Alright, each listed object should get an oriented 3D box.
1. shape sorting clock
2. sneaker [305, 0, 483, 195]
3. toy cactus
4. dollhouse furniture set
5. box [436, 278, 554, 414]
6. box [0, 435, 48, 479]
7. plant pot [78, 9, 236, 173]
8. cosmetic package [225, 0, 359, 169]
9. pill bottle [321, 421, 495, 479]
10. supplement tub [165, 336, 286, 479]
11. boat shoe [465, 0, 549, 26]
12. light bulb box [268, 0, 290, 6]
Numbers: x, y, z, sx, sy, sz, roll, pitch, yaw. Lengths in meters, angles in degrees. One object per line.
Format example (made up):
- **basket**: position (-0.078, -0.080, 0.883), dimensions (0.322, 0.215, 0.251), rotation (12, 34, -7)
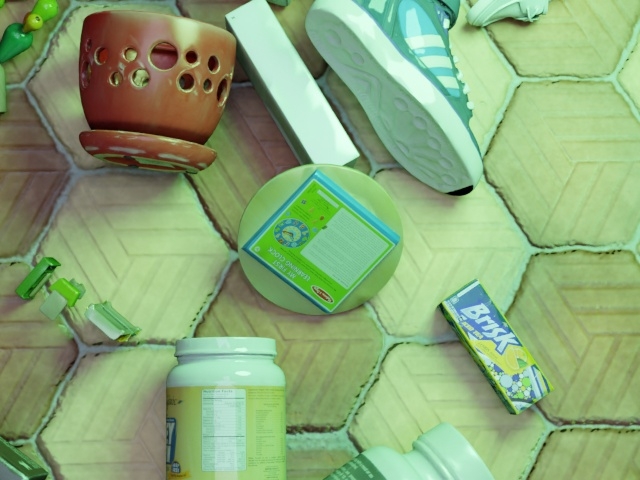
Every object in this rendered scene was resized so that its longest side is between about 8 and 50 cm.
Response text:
- **shape sorting clock**: position (0.000, 0.000, 1.463), dimensions (0.206, 0.040, 0.206), rotation (-3, 113, -6)
- **sneaker**: position (0.147, -0.245, 1.503), dimensions (0.323, 0.130, 0.236), rotation (49, 60, -16)
- **toy cactus**: position (-0.433, -0.251, 1.503), dimensions (0.219, 0.112, 0.180), rotation (-13, 92, -13)
- **dollhouse furniture set**: position (-0.303, 0.089, 1.465), dimensions (0.152, 0.076, 0.058), rotation (40, 95, 6)
- **box**: position (0.218, 0.134, 1.484), dimensions (0.059, 0.054, 0.169), rotation (-33, 84, -6)
- **box**: position (-0.519, 0.371, 1.378), dimensions (0.191, 0.143, 0.381), rotation (38, 83, 4)
- **plant pot**: position (-0.208, -0.178, 1.450), dimensions (0.191, 0.191, 0.174), rotation (9, 87, -1)
- **cosmetic package**: position (-0.037, -0.185, 1.501), dimensions (0.060, 0.099, 0.239), rotation (-30, 84, -6)
- **pill bottle**: position (0.052, 0.353, 1.378), dimensions (0.319, 0.176, 0.176), rotation (-33, 84, -11)
- **supplement tub**: position (-0.113, 0.219, 1.412), dimensions (0.144, 0.144, 0.199), rotation (-1, 81, -2)
- **boat shoe**: position (0.279, -0.323, 1.557), dimensions (0.184, 0.066, 0.063), rotation (-31, 83, -16)
- **light bulb box**: position (-0.145, -0.546, 1.488), dimensions (0.361, 0.225, 0.357), rotation (21, 81, 2)
